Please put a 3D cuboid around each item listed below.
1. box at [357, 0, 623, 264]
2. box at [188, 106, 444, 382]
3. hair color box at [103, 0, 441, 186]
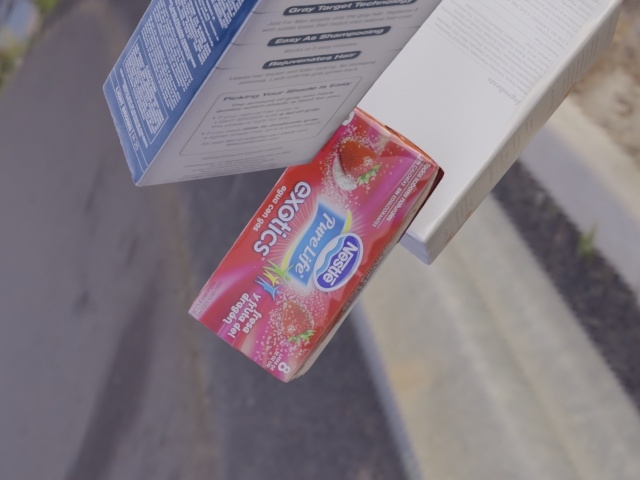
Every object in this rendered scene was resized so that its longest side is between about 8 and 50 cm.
[{"bbox_3d":[0.162,-0.164,2.200,0.345,0.168,0.215,-51,-8,-3],"label":"box"},{"bbox_3d":[0.000,0.000,1.906,0.257,0.122,0.128,-55,-6,3],"label":"box"},{"bbox_3d":[-0.031,-0.174,1.552,0.347,0.174,0.105,-48,57,54],"label":"hair color box"}]
